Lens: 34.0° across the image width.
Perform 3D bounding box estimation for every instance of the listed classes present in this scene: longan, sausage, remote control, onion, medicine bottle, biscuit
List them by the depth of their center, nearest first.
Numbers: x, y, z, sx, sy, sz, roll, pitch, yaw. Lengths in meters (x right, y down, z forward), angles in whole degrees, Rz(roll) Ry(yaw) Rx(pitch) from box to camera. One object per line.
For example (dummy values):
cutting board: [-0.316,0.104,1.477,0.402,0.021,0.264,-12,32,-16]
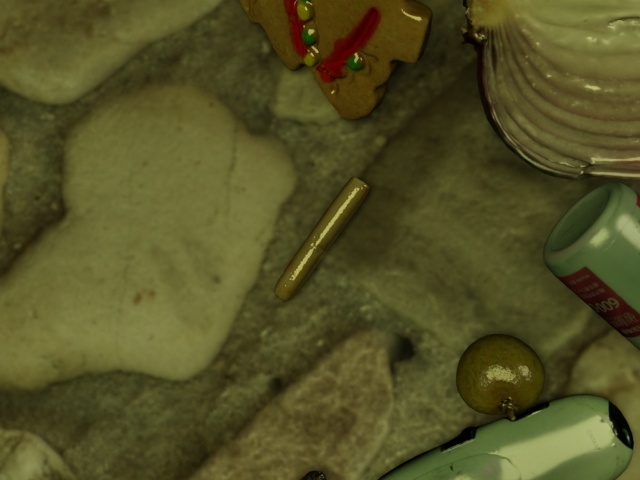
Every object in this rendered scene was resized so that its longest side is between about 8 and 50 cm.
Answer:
onion: [0.291,-0.178,0.812,0.349,0.159,0.267,14,124,12]
medicine bottle: [0.281,0.053,0.830,0.217,0.090,0.090,41,98,-9]
longan: [0.152,0.120,0.886,0.075,0.083,0.075,0,131,0]
remote control: [0.145,0.209,0.903,0.256,0.045,0.097,-29,83,8]
biscuit: [-0.007,-0.219,0.905,0.239,0.041,0.212,32,138,23]
sausage: [0.000,0.000,0.954,0.024,0.024,0.132,37,95,12]

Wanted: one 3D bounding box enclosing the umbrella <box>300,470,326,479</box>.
umbrella: [-0.052,0.260,0.951,0.144,0.040,0.037,-38,89,10]
